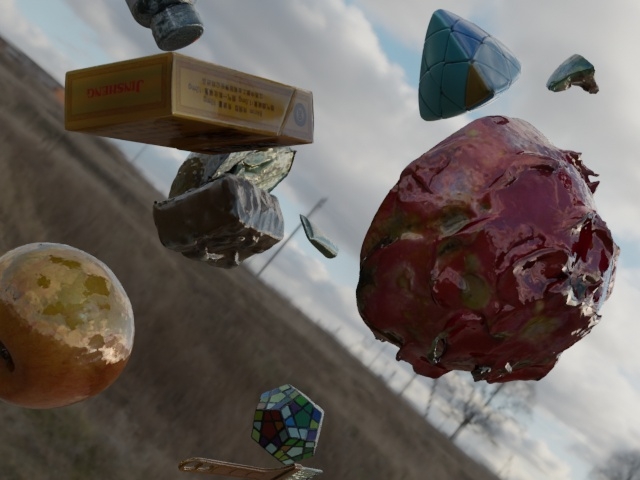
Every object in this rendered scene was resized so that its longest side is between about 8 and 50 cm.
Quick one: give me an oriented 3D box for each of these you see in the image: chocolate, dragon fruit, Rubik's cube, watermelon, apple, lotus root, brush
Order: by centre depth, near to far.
[{"bbox_3d":[0.245,0.041,1.247,0.249,0.371,0.386,42,-3,42],"label":"dragon fruit"},{"bbox_3d":[-0.146,-0.020,1.439,0.214,0.148,0.093,29,44,-65],"label":"chocolate"},{"bbox_3d":[-0.120,0.382,1.567,0.314,0.090,0.017,24,38,-49],"label":"brush"},{"bbox_3d":[-0.055,0.309,1.597,0.133,0.112,0.133,38,-5,4],"label":"Rubik's cube"},{"bbox_3d":[-0.479,0.153,1.648,0.299,0.299,0.275,39,25,13],"label":"apple"},{"bbox_3d":[-0.173,-0.137,1.721,0.142,0.314,0.210,29,-50,22],"label":"lotus root"},{"bbox_3d":[0.523,-0.345,1.999,0.080,0.101,0.155,49,20,-31],"label":"watermelon"},{"bbox_3d":[0.295,-0.325,2.007,0.254,0.254,0.254,40,-4,4],"label":"Rubik's cube"}]

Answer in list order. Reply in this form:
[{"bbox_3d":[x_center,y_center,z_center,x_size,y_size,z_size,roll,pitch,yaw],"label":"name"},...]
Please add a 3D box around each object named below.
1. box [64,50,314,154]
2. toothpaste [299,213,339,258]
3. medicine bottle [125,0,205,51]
[{"bbox_3d":[-0.153,-0.162,1.175,0.174,0.076,0.274,-1,-3,34],"label":"box"},{"bbox_3d":[0.000,0.000,1.693,0.204,0.031,0.049,44,23,-69],"label":"toothpaste"},{"bbox_3d":[-0.331,-0.522,1.875,0.293,0.141,0.141,64,-1,9],"label":"medicine bottle"}]
